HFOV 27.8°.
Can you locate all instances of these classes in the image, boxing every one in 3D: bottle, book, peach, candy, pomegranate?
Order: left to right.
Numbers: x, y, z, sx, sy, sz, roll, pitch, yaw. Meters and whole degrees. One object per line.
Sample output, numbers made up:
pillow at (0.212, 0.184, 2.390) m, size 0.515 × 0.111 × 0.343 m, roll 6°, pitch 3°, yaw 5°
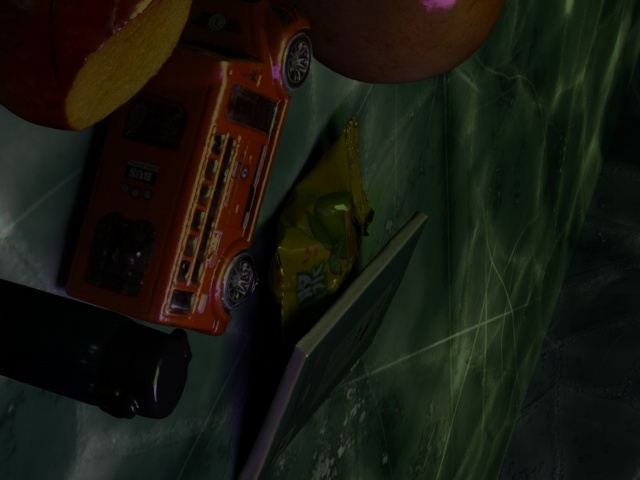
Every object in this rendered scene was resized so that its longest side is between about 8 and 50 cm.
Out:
bottle at (-0.214, 0.076, 0.980) m, size 0.082 × 0.244 × 0.072 m, roll -54°, pitch 148°, yaw -43°
peach at (-0.179, -0.175, 0.991) m, size 0.190 × 0.192 × 0.190 m, roll -28°, pitch 127°, yaw -45°
candy at (0.000, 0.000, 1.634) m, size 0.187 × 0.081 × 0.297 m, roll 80°, pitch 27°, yaw -42°
book at (0.023, 0.140, 1.718) m, size 0.379 × 0.031 × 0.264 m, roll -45°, pitch 162°, yaw -52°
pomegranate at (0.065, -0.311, 1.373) m, size 0.319 × 0.319 × 0.319 m, roll -44°, pitch 141°, yaw -51°

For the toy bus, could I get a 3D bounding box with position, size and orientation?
toy bus at (-0.125, -0.085, 1.223) m, size 0.153 × 0.143 × 0.329 m, roll 16°, pitch 90°, yaw -64°
